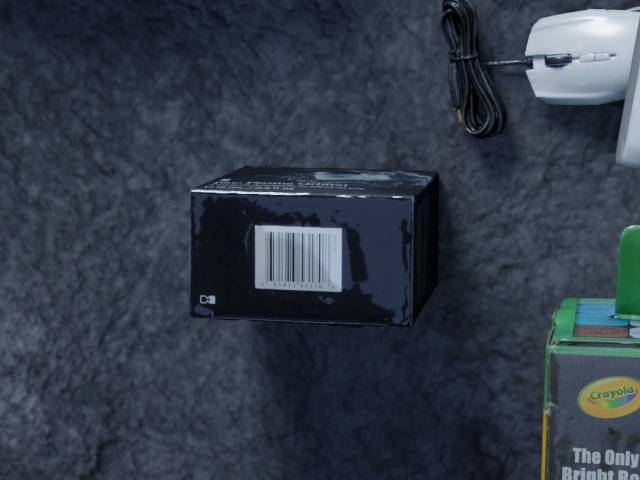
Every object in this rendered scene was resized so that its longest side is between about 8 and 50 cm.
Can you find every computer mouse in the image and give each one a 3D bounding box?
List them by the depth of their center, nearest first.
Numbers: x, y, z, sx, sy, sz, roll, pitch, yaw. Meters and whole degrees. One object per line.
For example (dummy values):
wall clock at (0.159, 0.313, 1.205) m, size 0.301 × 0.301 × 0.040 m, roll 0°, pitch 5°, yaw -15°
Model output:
computer mouse at (0.184, -0.133, 1.026) m, size 0.193 × 0.042 × 0.106 m, roll -5°, pitch 96°, yaw 12°

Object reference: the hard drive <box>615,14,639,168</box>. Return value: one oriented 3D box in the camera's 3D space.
hard drive at (0.395, -0.140, 0.960) m, size 0.353 × 0.047 × 0.233 m, roll 9°, pitch 99°, yaw 2°

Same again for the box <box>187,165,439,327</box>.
box at (0.000, 0.000, 1.021) m, size 0.156 × 0.158 × 0.093 m, roll 2°, pitch 99°, yaw 10°

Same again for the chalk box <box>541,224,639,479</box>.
chalk box at (0.245, 0.132, 0.983) m, size 0.180 × 0.179 × 0.289 m, roll 3°, pitch 97°, yaw 12°
